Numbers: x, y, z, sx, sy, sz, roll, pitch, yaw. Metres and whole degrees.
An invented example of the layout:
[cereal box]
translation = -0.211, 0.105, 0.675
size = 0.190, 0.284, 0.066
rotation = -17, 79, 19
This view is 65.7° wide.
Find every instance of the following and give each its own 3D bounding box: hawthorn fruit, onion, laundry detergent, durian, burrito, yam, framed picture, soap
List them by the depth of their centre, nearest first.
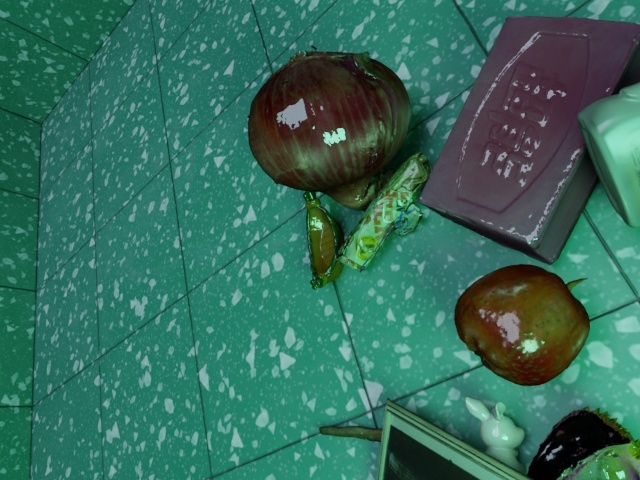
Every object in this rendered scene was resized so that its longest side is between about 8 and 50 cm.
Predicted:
[laundry detergent]
translation = 0.501, -0.150, 0.628
size = 0.280, 0.215, 0.105
rotation = -27, 26, 23
[durian]
translation = 0.378, 0.312, 0.683
size = 0.108, 0.119, 0.187
rotation = 36, 119, 4
[hawthorn fruit]
translation = 0.310, 0.112, 0.741
size = 0.200, 0.179, 0.179
rotation = -44, 51, 6
[framed picture]
translation = 0.190, 0.415, 0.782
size = 0.293, 0.018, 0.231
rotation = 12, 99, 53
[soap]
translation = 0.347, -0.172, 0.824
size = 0.233, 0.128, 0.360
rotation = 29, 94, 43
[yam]
translation = 0.087, 0.370, 0.944
size = 0.234, 0.027, 0.029
rotation = -12, 34, 38
[burrito]
translation = 0.141, -0.042, 1.000
size = 0.104, 0.054, 0.288
rotation = 38, 106, 12
[onion]
translation = 0.012, -0.247, 1.017
size = 0.353, 0.353, 0.354
rotation = -14, 68, 38

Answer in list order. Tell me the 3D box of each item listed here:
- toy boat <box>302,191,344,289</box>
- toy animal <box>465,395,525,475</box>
[toy boat]
translation = 0.000, 0.000, 1.096
size = 0.089, 0.088, 0.230
rotation = -21, 64, 36
[toy animal]
translation = 0.274, 0.312, 0.772
size = 0.071, 0.085, 0.124
rotation = -20, 57, 54
